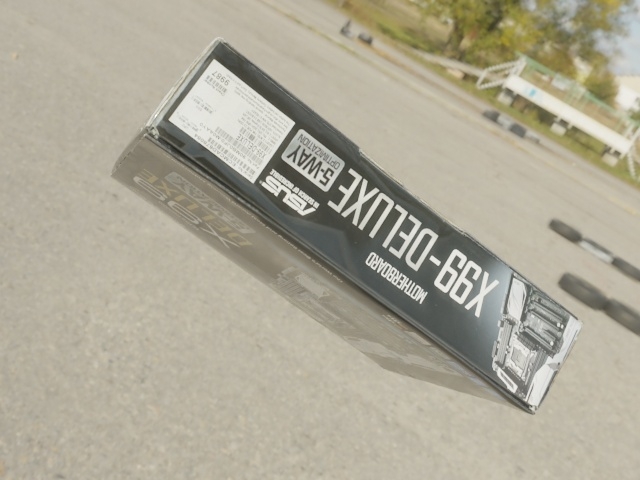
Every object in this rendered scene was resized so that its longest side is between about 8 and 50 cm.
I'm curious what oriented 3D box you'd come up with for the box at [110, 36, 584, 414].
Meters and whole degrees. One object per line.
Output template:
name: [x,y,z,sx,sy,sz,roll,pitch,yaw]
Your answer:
box: [0.000,0.000,0.607,0.307,0.076,0.242,36,-13,-16]
